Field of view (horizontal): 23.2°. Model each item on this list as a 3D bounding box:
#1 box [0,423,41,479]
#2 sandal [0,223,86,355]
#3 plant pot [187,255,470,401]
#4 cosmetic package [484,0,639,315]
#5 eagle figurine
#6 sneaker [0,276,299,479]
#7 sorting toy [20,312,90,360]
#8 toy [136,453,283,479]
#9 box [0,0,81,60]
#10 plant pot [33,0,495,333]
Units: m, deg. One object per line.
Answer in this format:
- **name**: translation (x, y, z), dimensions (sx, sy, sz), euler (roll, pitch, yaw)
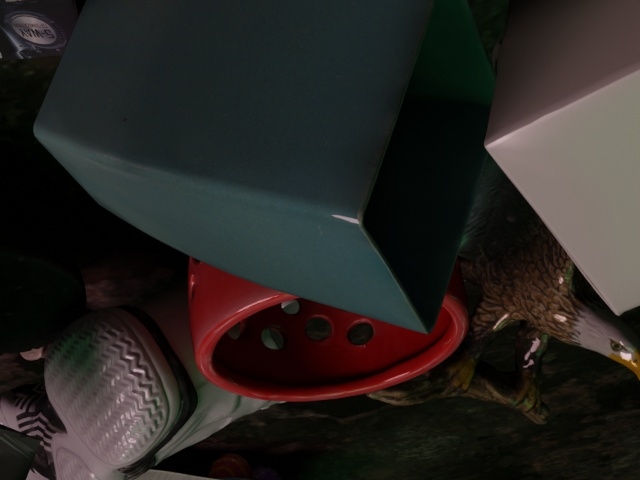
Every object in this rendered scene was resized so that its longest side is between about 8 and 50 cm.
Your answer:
- **box**: translation (-0.429, 0.080, 1.025), dimensions (0.395, 0.097, 0.318), euler (15, 172, 38)
- **sandal**: translation (-0.310, -0.017, 1.037), dimensions (0.167, 0.107, 0.446), euler (-22, 154, 22)
- **plant pot**: translation (0.000, 0.000, 1.090), dimensions (0.191, 0.174, 0.191), euler (-5, 151, -3)
- **cosmetic package**: translation (0.285, -0.129, 0.861), dimensions (0.365, 0.197, 0.155), euler (-26, 119, 32)
- **eagle figurine**: translation (0.196, 0.012, 1.199), dimensions (0.298, 0.225, 0.226), euler (-60, 172, 22)
- **sneaker**: translation (-0.143, 0.135, 1.275), dimensions (0.210, 0.137, 0.366), euler (-22, 167, -36)
- **sorting toy**: translation (-0.235, 0.088, 1.344), dimensions (0.075, 0.045, 0.083), euler (-13, 164, 37)
- **toy**: translation (-0.108, 0.265, 1.687), dimensions (0.237, 0.056, 0.137), euler (9, 152, -18)
- **box**: translation (-0.189, -0.137, 0.954), dimensions (0.083, 0.018, 0.067), euler (-5, 152, -4)
- **plant pot**: translation (-0.037, -0.069, 0.930), dimensions (0.234, 0.165, 0.166), euler (11, 159, 22)
